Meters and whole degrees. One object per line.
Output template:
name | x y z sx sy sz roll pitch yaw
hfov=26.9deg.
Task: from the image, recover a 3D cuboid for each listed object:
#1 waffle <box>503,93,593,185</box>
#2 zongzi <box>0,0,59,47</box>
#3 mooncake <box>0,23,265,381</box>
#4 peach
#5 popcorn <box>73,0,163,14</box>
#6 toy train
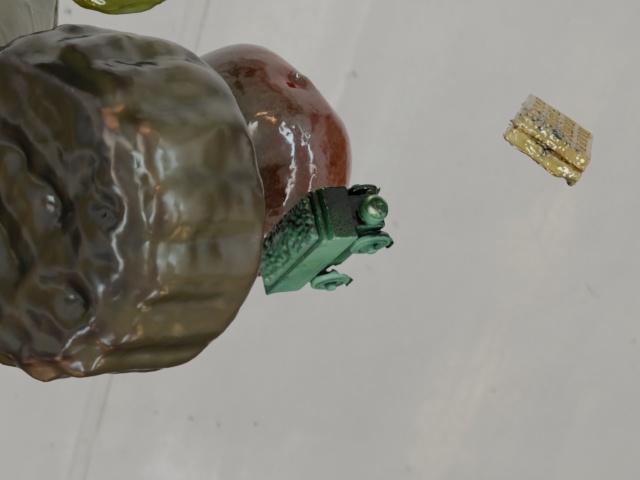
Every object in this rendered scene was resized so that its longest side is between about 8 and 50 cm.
waffle | 0.266 -0.118 1.545 0.102 0.148 0.042 36 110 3
zongzi | -0.351 -0.312 1.352 0.181 0.418 0.447 2 82 -13
mooncake | -0.190 -0.030 1.078 0.161 0.290 0.290 -7 132 -52
peach | -0.086 -0.090 1.468 0.252 0.252 0.252 -7 123 -10
popcorn | -0.210 -0.297 0.931 0.286 0.174 0.225 20 108 5
toy train | 0.000 0.000 1.265 0.099 0.070 0.172 -4 159 -27
